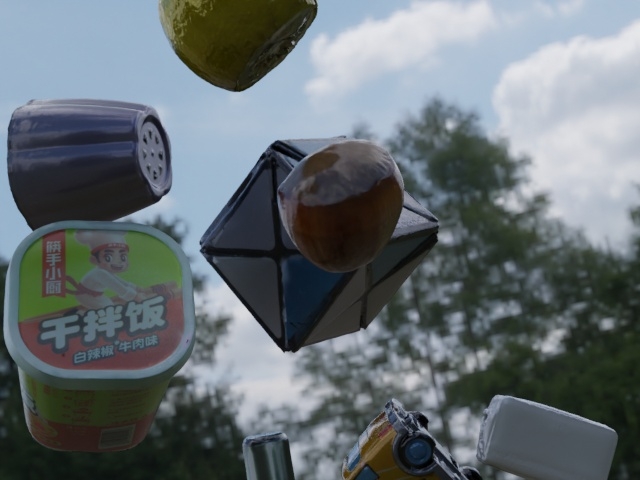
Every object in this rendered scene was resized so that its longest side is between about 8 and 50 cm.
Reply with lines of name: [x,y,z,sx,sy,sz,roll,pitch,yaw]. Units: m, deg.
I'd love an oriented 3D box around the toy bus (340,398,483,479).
toy bus: [0.123,0.316,1.739,0.136,0.209,0.126,-44,6,5]

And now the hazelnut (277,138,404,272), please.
hazelnut: [0.038,-0.049,2.142,0.214,0.214,0.176,-3,15,-33]

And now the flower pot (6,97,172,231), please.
flower pot: [-0.415,-0.148,2.535,0.243,0.265,0.265,-7,-11,19]

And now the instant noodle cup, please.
instant noodle cup: [-0.335,0.163,2.039,0.293,0.294,0.308,-7,-31,-19]

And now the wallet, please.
wallet: [0.277,0.251,1.688,0.190,0.095,0.033,21,-10,-19]

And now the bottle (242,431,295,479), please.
bottle: [-0.070,0.440,2.242,0.079,0.254,0.096,-11,-4,14]

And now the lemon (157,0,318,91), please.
lemon: [-0.141,-0.369,2.147,0.240,0.219,0.240,-47,-6,-6]

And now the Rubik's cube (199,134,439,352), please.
Rubik's cube: [0.000,0.000,2.689,0.305,0.307,0.310,-7,-40,-55]
